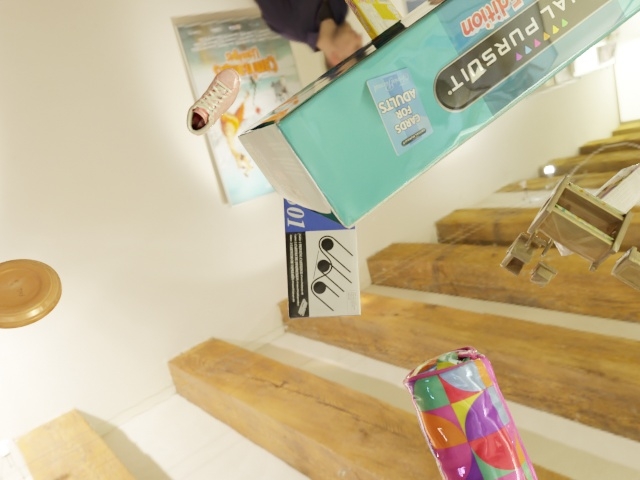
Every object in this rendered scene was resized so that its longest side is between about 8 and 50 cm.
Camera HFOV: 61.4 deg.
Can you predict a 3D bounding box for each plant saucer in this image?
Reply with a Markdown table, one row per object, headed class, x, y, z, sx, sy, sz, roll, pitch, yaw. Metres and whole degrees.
| class | x | y | z | sx | sy | sz | roll | pitch | yaw |
| --- | --- | --- | --- | --- | --- | --- | --- | --- | --- |
| plant saucer | -0.303 | 0.050 | 0.534 | 0.083 | 0.013 | 0.083 | 8 | -134 | -8 |

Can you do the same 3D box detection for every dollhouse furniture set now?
| class | x | y | z | sx | sy | sz | roll | pitch | yaw |
| --- | --- | --- | --- | --- | --- | --- | --- | --- | --- |
| dollhouse furniture set | 0.407 | 0.019 | 0.835 | 0.182 | 0.161 | 0.101 | 35 | -124 | 12 |

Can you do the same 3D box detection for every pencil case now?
| class | x | y | z | sx | sy | sz | roll | pitch | yaw |
| --- | --- | --- | --- | --- | --- | --- | --- | --- | --- |
| pencil case | 0.176 | 0.233 | 0.572 | 0.104 | 0.236 | 0.104 | -25 | 174 | -3 |

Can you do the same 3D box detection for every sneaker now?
| class | x | y | z | sx | sy | sz | roll | pitch | yaw |
| --- | --- | --- | --- | --- | --- | --- | --- | --- | --- |
| sneaker | -0.183 | -0.234 | 0.920 | 0.134 | 0.051 | 0.070 | -52 | -168 | 9 |

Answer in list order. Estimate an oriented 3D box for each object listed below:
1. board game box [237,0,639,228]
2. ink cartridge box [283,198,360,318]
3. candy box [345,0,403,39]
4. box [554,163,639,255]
| class | x | y | z | sx | sy | sz | roll | pitch | yaw |
| --- | --- | --- | --- | --- | --- | --- | --- | --- | --- |
| board game box | 0.100 | -0.153 | 0.440 | 0.336 | 0.079 | 0.254 | -36 | -164 | -5 |
| ink cartridge box | 0.000 | 0.000 | 0.732 | 0.097 | 0.207 | 0.046 | -2 | 175 | -1 |
| candy box | 0.131 | -0.512 | 1.222 | 0.105 | 0.027 | 0.206 | -9 | -124 | -22 |
| box | 0.638 | -0.075 | 1.207 | 0.324 | 0.067 | 0.063 | -34 | -177 | -27 |
